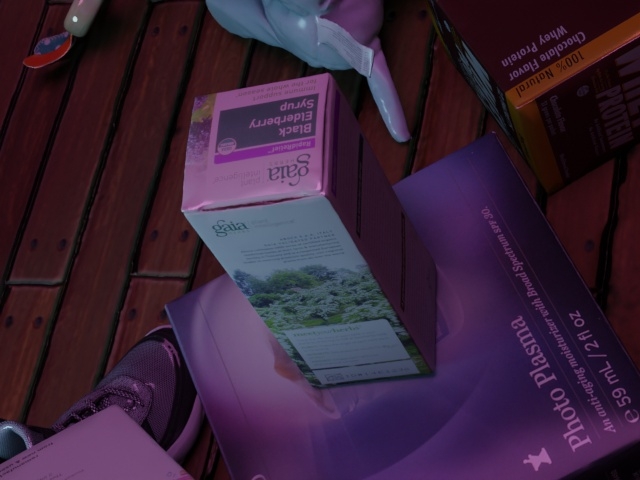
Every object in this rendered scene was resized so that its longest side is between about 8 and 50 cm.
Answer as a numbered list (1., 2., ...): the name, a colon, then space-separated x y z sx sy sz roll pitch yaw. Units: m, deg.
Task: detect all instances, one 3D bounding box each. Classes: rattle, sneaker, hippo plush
1. rattle: -0.193 -0.235 1.648 0.130 0.143 0.199 11 75 62
2. sneaker: -0.193 0.162 1.311 0.101 0.153 0.268 21 68 30
3. hippo plush: 0.018 -0.295 1.478 0.294 0.234 0.236 34 76 35

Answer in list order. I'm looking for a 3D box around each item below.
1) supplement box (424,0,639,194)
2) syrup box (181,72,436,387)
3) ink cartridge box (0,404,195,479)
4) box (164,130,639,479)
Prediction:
1. supplement box: 0.217 -0.184 1.395 0.191 0.129 0.194 -31 53 0
2. syrup box: 0.000 0.000 1.065 0.093 0.237 0.096 -9 55 18
3. ink cartridge box: -0.141 0.279 1.108 0.197 0.198 0.270 -28 27 -19
4. box: 0.079 0.128 1.214 0.294 0.182 0.296 -29 52 3
